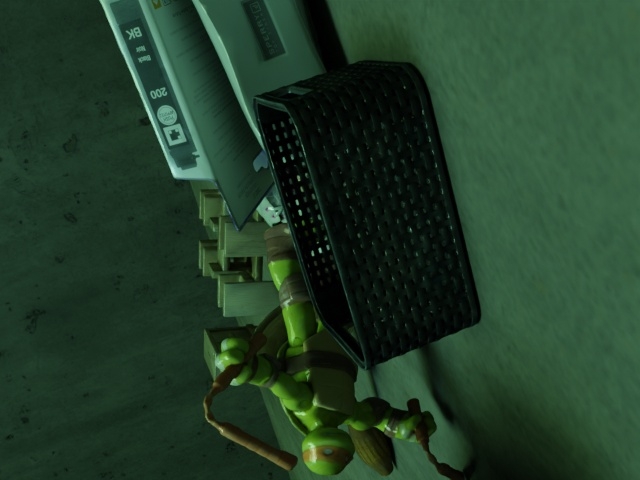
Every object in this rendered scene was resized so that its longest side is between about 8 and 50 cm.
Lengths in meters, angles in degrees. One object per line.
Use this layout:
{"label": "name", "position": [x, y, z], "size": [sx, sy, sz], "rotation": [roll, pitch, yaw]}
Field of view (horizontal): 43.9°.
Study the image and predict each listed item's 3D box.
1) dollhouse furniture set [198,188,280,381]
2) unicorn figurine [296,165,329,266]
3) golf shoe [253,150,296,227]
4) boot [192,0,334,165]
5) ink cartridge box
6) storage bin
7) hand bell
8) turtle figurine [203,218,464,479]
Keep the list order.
{"label": "dollhouse furniture set", "position": [-0.071, 0.057, 1.082], "size": [0.212, 0.160, 0.242], "rotation": [-140, 51, -68]}
{"label": "unicorn figurine", "position": [0.000, 0.000, 0.791], "size": [0.111, 0.060, 0.162], "rotation": [-130, 38, -67]}
{"label": "golf shoe", "position": [-0.050, -0.062, 0.843], "size": [0.086, 0.067, 0.186], "rotation": [50, 177, 32]}
{"label": "boot", "position": [-0.057, -0.181, 0.632], "size": [0.123, 0.095, 0.258], "rotation": [-159, 52, -82]}
{"label": "ink cartridge box", "position": [-0.090, -0.138, 0.697], "size": [0.206, 0.045, 0.208], "rotation": [-61, -45, -59]}
{"label": "storage bin", "position": [0.028, -0.021, 0.534], "size": [0.122, 0.084, 0.180], "rotation": [-142, 33, -68]}
{"label": "hand bell", "position": [0.028, 0.185, 0.902], "size": [0.242, 0.126, 0.126], "rotation": [63, 173, -29]}
{"label": "turtle figurine", "position": [0.009, 0.103, 0.653], "size": [0.087, 0.269, 0.217], "rotation": [-34, 46, 39]}
